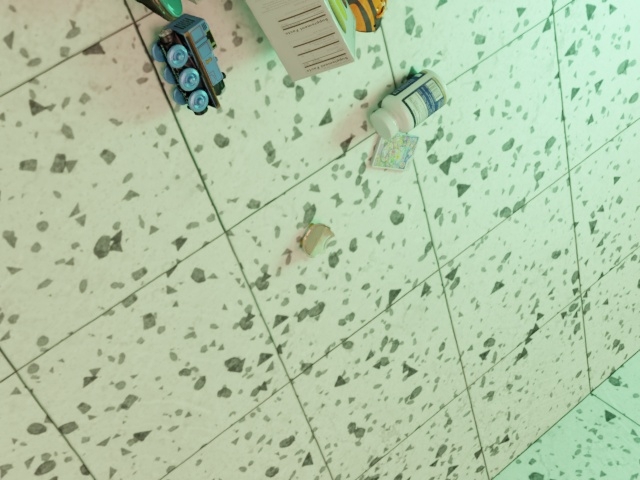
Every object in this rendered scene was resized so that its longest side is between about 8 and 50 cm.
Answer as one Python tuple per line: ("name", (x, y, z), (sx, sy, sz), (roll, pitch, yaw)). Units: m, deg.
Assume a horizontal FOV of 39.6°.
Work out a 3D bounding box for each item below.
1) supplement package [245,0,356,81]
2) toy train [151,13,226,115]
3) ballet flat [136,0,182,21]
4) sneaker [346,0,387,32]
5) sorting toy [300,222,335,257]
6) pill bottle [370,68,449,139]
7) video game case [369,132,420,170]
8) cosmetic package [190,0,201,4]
("supplement package", (-0.040, -0.439, 1.635), (0.134, 0.139, 0.244), (-15, 137, 19))
("toy train", (-0.232, -0.319, 1.625), (0.105, 0.080, 0.184), (-41, 134, -21))
("ballet flat", (-0.325, -0.479, 1.449), (0.096, 0.095, 0.280), (-12, 123, 20))
("sneaker", (0.138, -0.521, 1.747), (0.321, 0.125, 0.180), (-11, 138, 3))
("sorting toy", (0.000, 0.000, 2.025), (0.075, 0.045, 0.083), (22, 99, -52))
("pill bottle", (0.195, -0.298, 1.971), (0.169, 0.094, 0.094), (-37, 133, -16))
("video game case", (0.174, -0.208, 2.064), (0.122, 0.011, 0.087), (3, 112, -40))
("cosmetic package", (-0.241, -0.529, 1.506), (0.099, 0.060, 0.239), (-44, 134, -12))
